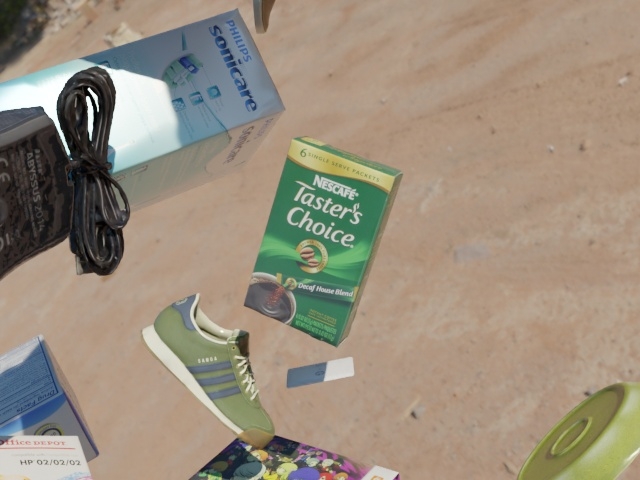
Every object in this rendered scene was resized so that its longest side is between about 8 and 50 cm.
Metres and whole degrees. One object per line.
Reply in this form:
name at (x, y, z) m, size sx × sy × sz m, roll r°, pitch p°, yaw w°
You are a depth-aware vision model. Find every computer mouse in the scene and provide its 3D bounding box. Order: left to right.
computer mouse at (-0.255, -0.027, 0.637) m, size 0.072 × 0.188 × 0.272 m, roll 10°, pitch 22°, yaw 21°

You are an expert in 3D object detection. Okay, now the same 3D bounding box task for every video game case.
video game case at (-0.056, 0.314, 0.973) m, size 0.232 × 0.042 × 0.210 m, roll 8°, pitch 26°, yaw 34°

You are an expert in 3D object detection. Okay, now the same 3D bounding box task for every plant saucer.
plant saucer at (0.317, 0.251, 1.017) m, size 0.241 × 0.037 × 0.241 m, roll -44°, pitch -6°, yaw -6°

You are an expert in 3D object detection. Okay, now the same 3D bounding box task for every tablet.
tablet at (0.000, 0.161, 1.021) m, size 0.083 × 0.006 × 0.054 m, roll -12°, pitch 15°, yaw 3°

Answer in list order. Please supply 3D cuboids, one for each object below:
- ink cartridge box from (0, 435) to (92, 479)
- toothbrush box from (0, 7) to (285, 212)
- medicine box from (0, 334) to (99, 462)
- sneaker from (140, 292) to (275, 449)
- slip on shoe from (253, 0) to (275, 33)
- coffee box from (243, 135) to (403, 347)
ink cartridge box at (-0.273, 0.240, 0.780) m, size 0.181 × 0.104 × 0.061 m, roll 49°, pitch 119°, yaw 46°
toothbrush box at (-0.212, -0.109, 0.894) m, size 0.295 × 0.126 × 0.216 m, roll -23°, pitch -5°, yaw -20°
medicine box at (-0.568, 0.334, 1.482) m, size 0.263 × 0.149 × 0.289 m, roll -29°, pitch 25°, yaw -16°
sneaker at (-0.104, 0.140, 0.925) m, size 0.086 × 0.192 × 0.064 m, roll -45°, pitch 5°, yaw 4°
slip on shoe at (-0.063, -0.329, 1.050) m, size 0.041 × 0.135 × 0.051 m, roll 3°, pitch 8°, yaw -3°
coffee box at (0.000, 0.000, 0.822) m, size 0.040 × 0.113 × 0.184 m, roll -29°, pitch -40°, yaw -68°
